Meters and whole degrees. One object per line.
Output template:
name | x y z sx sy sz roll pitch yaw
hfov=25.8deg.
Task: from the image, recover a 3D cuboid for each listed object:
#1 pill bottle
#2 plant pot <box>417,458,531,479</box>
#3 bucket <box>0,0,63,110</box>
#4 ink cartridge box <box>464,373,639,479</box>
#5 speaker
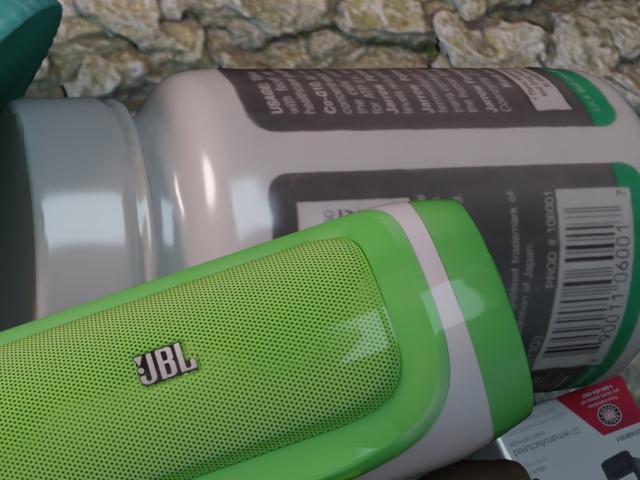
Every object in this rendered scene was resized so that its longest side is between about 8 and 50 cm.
pill bottle | 0.000 0.000 0.818 0.361 0.204 0.204 -2 64 -21
plant pot | -0.014 0.236 0.689 0.229 0.263 0.263 1 61 2
bucket | -0.279 -0.084 0.729 0.183 0.281 0.281 37 57 -4
ink cartridge box | 0.168 0.175 0.870 0.109 0.063 0.150 -16 69 -26
speaker | -0.060 0.079 0.643 0.296 0.131 0.131 -19 70 -4
